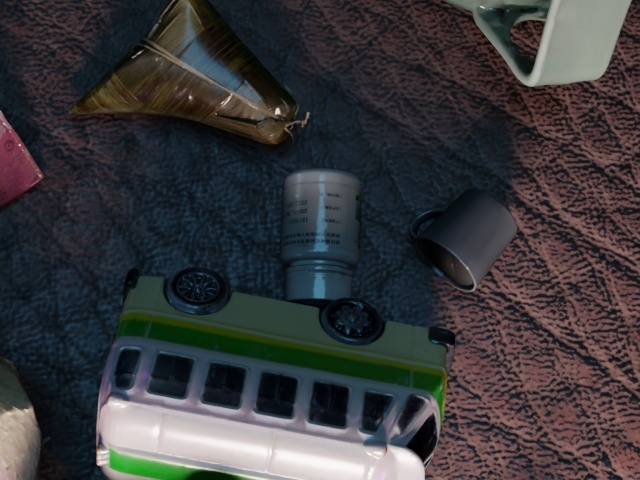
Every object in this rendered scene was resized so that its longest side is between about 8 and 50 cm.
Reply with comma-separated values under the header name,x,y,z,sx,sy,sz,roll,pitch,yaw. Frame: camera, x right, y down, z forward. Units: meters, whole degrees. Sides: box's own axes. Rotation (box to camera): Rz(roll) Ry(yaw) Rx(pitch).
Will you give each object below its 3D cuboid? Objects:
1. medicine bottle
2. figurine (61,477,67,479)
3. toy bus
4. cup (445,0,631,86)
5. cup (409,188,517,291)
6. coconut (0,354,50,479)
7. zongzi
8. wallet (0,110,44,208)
name,x,y,z,sx,sy,sz,roll,pitch,yaw
medicine bottle,0.000,0.000,1.010,0.080,0.080,0.130,2,78,-3
figurine,-0.114,0.361,0.861,0.340,0.231,0.324,29,105,-5
toy bus,-0.040,0.147,0.905,0.305,0.143,0.179,11,39,-2
cup,0.234,-0.380,0.962,0.310,0.392,0.401,-35,86,-4
cup,0.139,-0.007,1.029,0.100,0.078,0.077,30,69,35
coconut,-0.339,0.181,0.864,0.224,0.224,0.234,17,114,1
zongzi,-0.133,-0.129,1.041,0.184,0.084,0.187,-43,87,3
wallet,-0.392,-0.040,0.988,0.232,0.119,0.025,-35,46,-10
